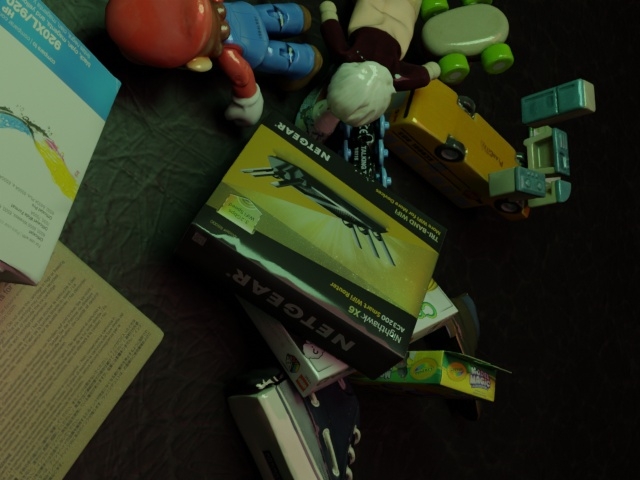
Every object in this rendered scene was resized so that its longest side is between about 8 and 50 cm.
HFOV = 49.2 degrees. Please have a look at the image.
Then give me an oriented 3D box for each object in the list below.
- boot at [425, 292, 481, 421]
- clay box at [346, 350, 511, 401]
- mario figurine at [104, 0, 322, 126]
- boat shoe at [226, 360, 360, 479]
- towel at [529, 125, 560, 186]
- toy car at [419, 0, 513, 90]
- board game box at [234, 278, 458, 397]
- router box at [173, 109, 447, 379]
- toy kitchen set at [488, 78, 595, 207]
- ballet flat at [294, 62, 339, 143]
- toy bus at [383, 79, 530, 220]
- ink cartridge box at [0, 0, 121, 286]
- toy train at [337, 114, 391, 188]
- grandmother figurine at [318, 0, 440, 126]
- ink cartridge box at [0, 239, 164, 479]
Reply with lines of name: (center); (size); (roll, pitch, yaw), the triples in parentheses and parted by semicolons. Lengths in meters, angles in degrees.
boot: (0.257, 0.199, 1.226); (0.106, 0.082, 0.219); (-25, 98, -38)
clay box: (0.158, 0.202, 1.043); (0.127, 0.222, 0.053); (23, 69, -36)
mario figurine: (-0.153, -0.271, 0.938); (0.198, 0.170, 0.320); (46, 31, 25)
boat shoe: (0.009, 0.312, 0.952); (0.158, 0.127, 0.340); (-23, 94, -39)
towel: (0.491, -0.183, 1.536); (0.113, 0.023, 0.152); (15, 71, -41)
toy car: (0.246, -0.326, 1.240); (0.149, 0.188, 0.155); (-12, 70, -1)
board game box: (0.041, 0.083, 1.010); (0.305, 0.053, 0.193); (-18, 63, -42)
router box: (0.000, 0.000, 0.930); (0.309, 0.081, 0.243); (33, 48, -8)
toy kitchen set: (0.374, -0.171, 1.184); (0.166, 0.122, 0.207); (8, 76, -41)
ballet flat: (0.017, -0.218, 1.090); (0.070, 0.070, 0.188); (41, 59, -30)
toy bus: (0.244, -0.152, 1.236); (0.333, 0.130, 0.108); (34, 61, -33)
ink cartridge box: (-0.336, -0.098, 0.651); (0.168, 0.171, 0.232); (51, 47, -56)
toy train: (0.067, -0.121, 1.095); (0.080, 0.105, 0.184); (0, 68, 1)
grandmother figurine: (0.084, -0.287, 1.060); (0.208, 0.104, 0.342); (19, 45, 1)
ink cartridge box: (-0.311, 0.133, 0.729); (0.193, 0.088, 0.234); (48, 56, -24)
